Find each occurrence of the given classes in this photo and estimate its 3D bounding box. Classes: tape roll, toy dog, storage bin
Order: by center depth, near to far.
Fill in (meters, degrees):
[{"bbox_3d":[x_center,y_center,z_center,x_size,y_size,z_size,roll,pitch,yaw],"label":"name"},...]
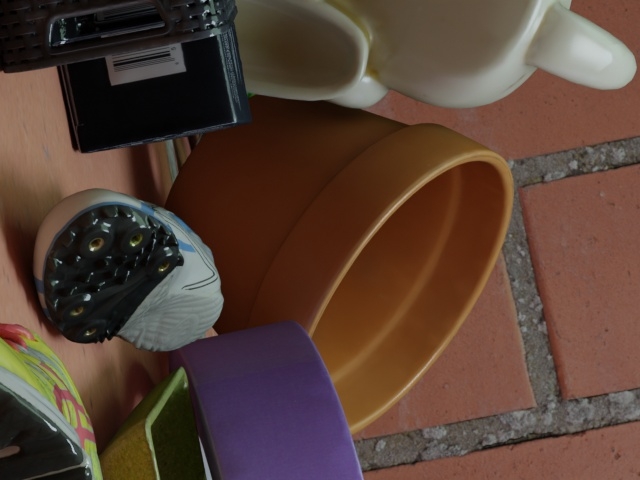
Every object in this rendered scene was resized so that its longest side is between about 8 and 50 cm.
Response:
[{"bbox_3d":[-0.116,-0.154,0.812,0.180,0.122,0.084,-95,175,-78],"label":"storage bin"},{"bbox_3d":[-0.034,0.198,1.003,0.275,0.090,0.275,168,-90,-78],"label":"tape roll"},{"bbox_3d":[0.096,-0.261,1.282,0.408,0.395,0.285,-49,153,-77],"label":"toy dog"}]

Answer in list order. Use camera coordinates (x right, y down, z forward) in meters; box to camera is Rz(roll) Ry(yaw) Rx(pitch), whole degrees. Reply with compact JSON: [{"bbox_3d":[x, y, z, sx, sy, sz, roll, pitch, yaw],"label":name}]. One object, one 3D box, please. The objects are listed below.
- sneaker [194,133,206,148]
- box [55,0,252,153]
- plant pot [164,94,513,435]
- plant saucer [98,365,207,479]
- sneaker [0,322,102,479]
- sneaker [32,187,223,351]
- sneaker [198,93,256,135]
[{"bbox_3d":[-0.102,-0.035,1.594,0.121,0.099,0.262,-113,-163,-57],"label":"sneaker"},{"bbox_3d":[-0.118,-0.145,1.013,0.207,0.108,0.153,-90,169,-86],"label":"box"},{"bbox_3d":[0.000,0.000,1.241,0.203,0.291,0.291,36,-21,25],"label":"plant pot"},{"bbox_3d":[-0.092,0.181,0.837,0.188,0.045,0.188,-83,163,-86],"label":"plant saucer"},{"bbox_3d":[-0.113,0.059,0.448,0.208,0.081,0.094,92,-18,-64],"label":"sneaker"},{"bbox_3d":[-0.115,0.010,0.806,0.086,0.085,0.237,53,-2,13],"label":"sneaker"},{"bbox_3d":[-0.078,-0.201,1.656,0.483,0.185,0.202,80,4,-63],"label":"sneaker"}]
